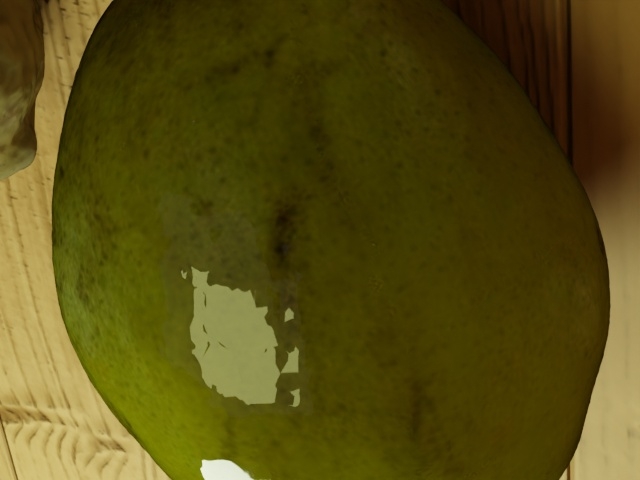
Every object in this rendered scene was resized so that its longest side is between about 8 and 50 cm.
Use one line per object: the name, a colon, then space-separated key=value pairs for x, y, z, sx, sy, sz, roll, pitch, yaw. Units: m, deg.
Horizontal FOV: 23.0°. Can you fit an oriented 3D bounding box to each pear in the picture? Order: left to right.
pear: x=0.000 y=0.000 z=0.753 sx=0.253 sy=0.253 sz=0.307 roll=-11 pitch=105 yaw=44

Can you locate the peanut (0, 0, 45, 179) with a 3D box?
peanut: x=-0.248 y=-0.169 z=0.900 sx=0.159 sy=0.143 sz=0.291 roll=14 pitch=131 yaw=31
